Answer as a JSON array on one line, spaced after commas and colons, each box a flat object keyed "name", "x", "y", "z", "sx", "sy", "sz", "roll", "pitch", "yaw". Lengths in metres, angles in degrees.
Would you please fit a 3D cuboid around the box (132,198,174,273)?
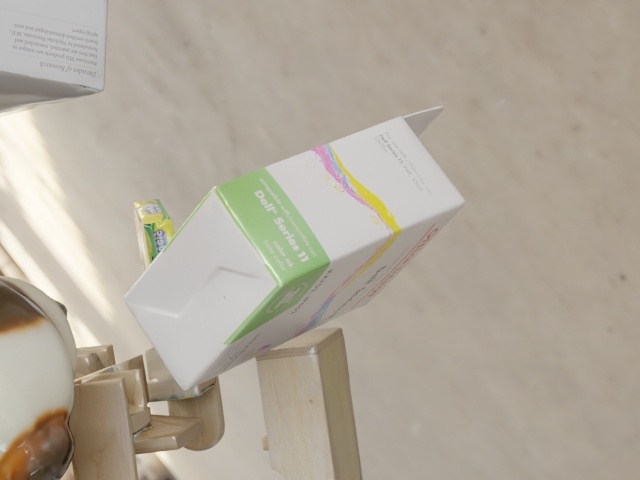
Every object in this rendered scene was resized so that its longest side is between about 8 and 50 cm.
[{"name": "box", "x": -0.215, "y": 0.011, "z": 2.346, "sx": 0.179, "sy": 0.043, "sz": 0.105, "roll": -128, "pitch": 29, "yaw": -75}]

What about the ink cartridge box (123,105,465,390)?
[{"name": "ink cartridge box", "x": 0.000, "y": 0.000, "z": 1.772, "sx": 0.119, "sy": 0.353, "sz": 0.207, "roll": 54, "pitch": 134, "yaw": 12}]

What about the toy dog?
[{"name": "toy dog", "x": -0.410, "y": 0.155, "z": 1.689, "sx": 0.285, "sy": 0.408, "sz": 0.395, "roll": 64, "pitch": -151, "yaw": -3}]

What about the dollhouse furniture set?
[{"name": "dollhouse furniture set", "x": -0.162, "y": 0.253, "z": 1.996, "sx": 0.362, "sy": 0.394, "sz": 0.256, "roll": -22, "pitch": -76, "yaw": -78}]

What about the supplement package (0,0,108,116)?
[{"name": "supplement package", "x": -0.314, "y": -0.181, "z": 1.267, "sx": 0.262, "sy": 0.145, "sz": 0.204, "roll": 8, "pitch": 170, "yaw": -40}]
